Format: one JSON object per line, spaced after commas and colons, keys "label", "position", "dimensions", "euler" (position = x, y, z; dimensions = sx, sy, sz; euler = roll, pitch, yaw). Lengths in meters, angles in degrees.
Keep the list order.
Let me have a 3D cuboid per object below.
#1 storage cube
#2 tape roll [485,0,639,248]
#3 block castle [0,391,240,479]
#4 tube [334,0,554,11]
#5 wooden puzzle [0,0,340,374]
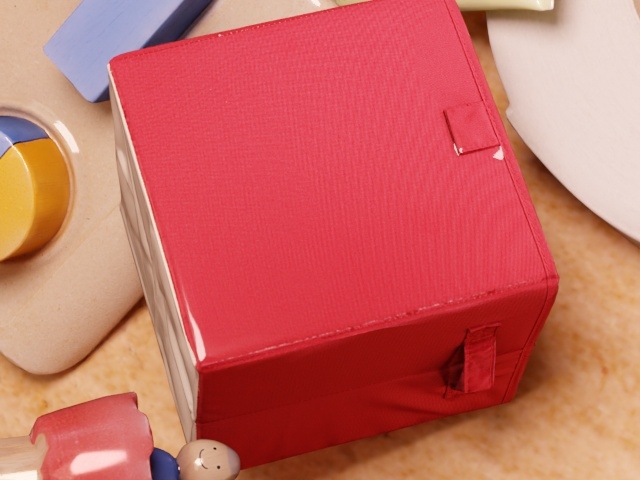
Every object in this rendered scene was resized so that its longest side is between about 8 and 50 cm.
{"label": "storage cube", "position": [0.000, 0.000, 1.085], "dimensions": [0.193, 0.184, 0.215], "euler": [-13, 67, -9]}
{"label": "tape roll", "position": [0.280, -0.159, 1.097], "dimensions": [0.392, 0.072, 0.392], "euler": [-7, 74, 23]}
{"label": "block castle", "position": [-0.125, 0.328, 1.033], "dimensions": [0.212, 0.303, 0.453], "euler": [-5, 69, -16]}
{"label": "tube", "position": [0.051, -0.166, 1.169], "dimensions": [0.240, 0.062, 0.070], "euler": [-4, 118, 47]}
{"label": "wooden puzzle", "position": [-0.196, -0.130, 1.211], "dimensions": [0.348, 0.080, 0.322], "euler": [46, 111, 4]}
